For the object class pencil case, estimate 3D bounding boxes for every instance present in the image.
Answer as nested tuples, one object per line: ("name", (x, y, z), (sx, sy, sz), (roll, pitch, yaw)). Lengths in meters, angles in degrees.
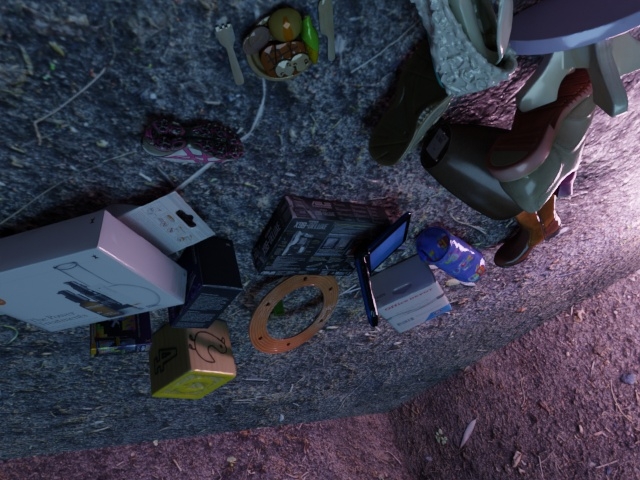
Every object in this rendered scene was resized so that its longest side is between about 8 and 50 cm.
("pencil case", (0.430, 0.053, 1.452), (0.306, 0.119, 0.133), (24, 109, -45))

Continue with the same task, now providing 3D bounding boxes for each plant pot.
("plant pot", (0.358, -0.182, 1.030), (0.231, 0.215, 0.215), (17, 134, -22))

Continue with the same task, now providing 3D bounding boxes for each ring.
("ring", (-0.084, 0.229, 1.435), (0.337, 0.032, 0.336), (-24, 134, -26))

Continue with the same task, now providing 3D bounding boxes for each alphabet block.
("alphabet block", (-0.410, 0.370, 1.406), (0.193, 0.197, 0.192), (-37, 144, 24))

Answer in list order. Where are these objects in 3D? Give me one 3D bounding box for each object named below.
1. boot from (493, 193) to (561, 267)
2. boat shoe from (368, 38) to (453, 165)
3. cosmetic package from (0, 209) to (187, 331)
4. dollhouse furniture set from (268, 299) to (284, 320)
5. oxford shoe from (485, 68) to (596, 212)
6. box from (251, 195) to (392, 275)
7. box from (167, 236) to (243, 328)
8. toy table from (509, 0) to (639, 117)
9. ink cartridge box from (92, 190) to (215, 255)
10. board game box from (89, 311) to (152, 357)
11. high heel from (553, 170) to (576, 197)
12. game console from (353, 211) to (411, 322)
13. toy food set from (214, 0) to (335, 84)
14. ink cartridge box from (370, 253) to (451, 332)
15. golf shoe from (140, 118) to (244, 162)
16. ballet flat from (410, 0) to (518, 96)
("boot", (0.676, -0.034, 1.478), (0.264, 0.096, 0.280), (-31, 145, 17))
("boat shoe", (0.205, -0.285, 0.881), (0.302, 0.109, 0.098), (-58, 168, 29))
("cosmetic package", (-0.532, 0.084, 0.959), (0.378, 0.097, 0.284), (-13, 146, 13))
("dollhouse furniture set", (-0.174, 0.237, 1.496), (0.076, 0.058, 0.152), (-8, 165, -30))
("oxford shoe", (0.489, -0.224, 0.931), (0.397, 0.141, 0.146), (-46, 115, -18))
("box", (0.000, 0.000, 1.193), (0.308, 0.076, 0.242), (3, 140, -31))
("box", (-0.302, 0.110, 1.129), (0.108, 0.153, 0.207), (11, 135, -37))
("toy table", (0.481, -0.352, 0.814), (0.275, 0.252, 0.160), (-10, 134, 19))
("ink cartridge box", (-0.379, -0.029, 0.984), (0.225, 0.056, 0.181), (-26, 146, 2))
("board game box", (-0.515, 0.207, 1.141), (0.141, 0.170, 0.048), (-1, 141, -28))
("high heel", (0.624, -0.166, 1.302), (0.244, 0.082, 0.117), (-10, 119, 8))
("game console", (0.191, 0.092, 1.235), (0.174, 0.249, 0.293), (-13, 163, 5))
("toy food set", (-0.063, -0.318, 0.735), (0.192, 0.038, 0.132), (-17, 147, -4))
("ink cartridge box", (0.321, 0.197, 1.596), (0.223, 0.128, 0.307), (-27, 146, 11))
("golf shoe", (-0.239, -0.180, 0.833), (0.186, 0.067, 0.086), (3, 167, -31))
("ballet flat", (0.193, -0.382, 0.623), (0.147, 0.146, 0.409), (-30, 134, 15))
